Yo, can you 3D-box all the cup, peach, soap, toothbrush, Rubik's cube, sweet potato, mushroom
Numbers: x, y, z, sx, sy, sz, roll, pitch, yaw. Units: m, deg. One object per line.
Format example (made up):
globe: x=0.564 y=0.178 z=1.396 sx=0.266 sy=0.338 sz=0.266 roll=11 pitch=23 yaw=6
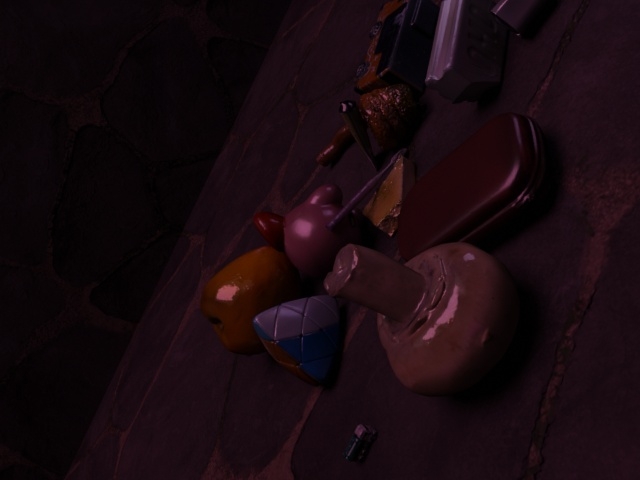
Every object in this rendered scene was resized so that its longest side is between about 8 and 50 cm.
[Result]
cup: x=0.487 y=-0.562 z=1.655 sx=0.129 sy=0.095 sz=0.128 roll=-50 pitch=-12 yaw=18
peach: x=-0.185 y=0.175 z=2.033 sx=0.308 sy=0.289 sz=0.289 roll=-34 pitch=16 yaw=-20
soap: x=0.368 y=-0.474 z=1.697 sx=0.095 sy=0.172 sz=0.290 roll=-26 pitch=42 yaw=53
toothbrush: x=0.129 y=-0.143 z=1.841 sx=0.354 sy=0.024 sz=0.029 roll=-46 pitch=-5 yaw=-28
Rubik's cube: x=-0.034 y=0.254 z=1.829 sx=0.254 sy=0.254 sz=0.254 roll=-45 pitch=29 yaw=34
sweet potato: x=0.091 y=-0.355 z=2.272 sx=0.281 sy=0.059 sz=0.067 roll=-45 pitch=8 yaw=31
mushroom: x=0.177 y=0.123 z=1.271 sx=0.314 sy=0.336 sz=0.314 roll=-56 pitch=20 yaw=34

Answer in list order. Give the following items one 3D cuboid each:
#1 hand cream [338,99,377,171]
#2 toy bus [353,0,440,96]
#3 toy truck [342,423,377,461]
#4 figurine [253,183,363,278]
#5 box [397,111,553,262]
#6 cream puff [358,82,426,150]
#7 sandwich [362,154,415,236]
hand cream: x=0.118 y=-0.310 z=1.992 sx=0.055 sy=0.235 sz=0.086 roll=-21 pitch=37 yaw=14
toy bus: x=0.242 y=-0.577 z=2.080 sx=0.194 sy=0.161 sz=0.324 roll=-13 pitch=55 yaw=59
toy truck: x=0.083 y=0.438 z=1.485 sx=0.083 sy=0.044 sz=0.039 roll=-62 pitch=27 yaw=2
figurine: x=-0.005 y=0.007 z=1.886 sx=0.261 sy=0.270 sz=0.211 roll=-29 pitch=48 yaw=14
box: x=0.321 y=-0.095 z=1.477 sx=0.404 sy=0.108 sz=0.263 roll=-40 pitch=33 yaw=42
cream puff: x=0.214 y=-0.363 z=1.946 sx=0.169 sy=0.183 sz=0.183 roll=-27 pitch=35 yaw=13
sandwich: x=0.204 y=-0.115 z=1.804 sx=0.193 sy=0.058 sz=0.162 roll=-57 pitch=26 yaw=10
